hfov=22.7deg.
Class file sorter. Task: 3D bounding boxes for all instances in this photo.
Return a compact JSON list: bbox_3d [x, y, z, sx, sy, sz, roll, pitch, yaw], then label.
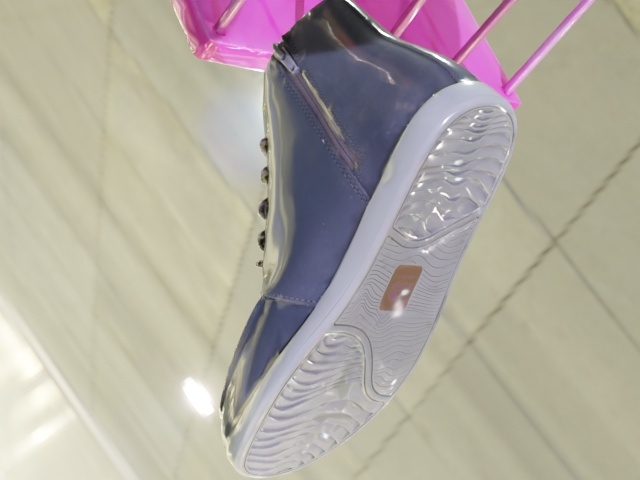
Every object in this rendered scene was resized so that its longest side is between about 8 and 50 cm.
[{"bbox_3d":[0.043,-0.237,1.112,0.182,0.290,0.202,-50,50,34],"label":"file sorter"}]

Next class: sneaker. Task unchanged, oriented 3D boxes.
[{"bbox_3d":[0.000,0.000,0.767,0.083,0.222,0.118,12,-156,-46],"label":"sneaker"}]
